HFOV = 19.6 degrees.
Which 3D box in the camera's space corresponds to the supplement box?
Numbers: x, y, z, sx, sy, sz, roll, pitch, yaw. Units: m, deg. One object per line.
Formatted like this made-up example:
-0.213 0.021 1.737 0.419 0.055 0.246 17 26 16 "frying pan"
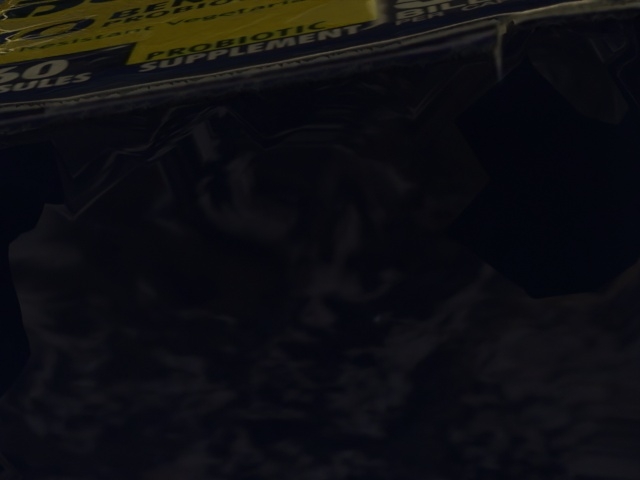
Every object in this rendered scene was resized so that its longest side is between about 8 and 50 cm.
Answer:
0.000 0.000 0.619 0.356 0.194 0.195 -89 169 -75 "supplement box"
